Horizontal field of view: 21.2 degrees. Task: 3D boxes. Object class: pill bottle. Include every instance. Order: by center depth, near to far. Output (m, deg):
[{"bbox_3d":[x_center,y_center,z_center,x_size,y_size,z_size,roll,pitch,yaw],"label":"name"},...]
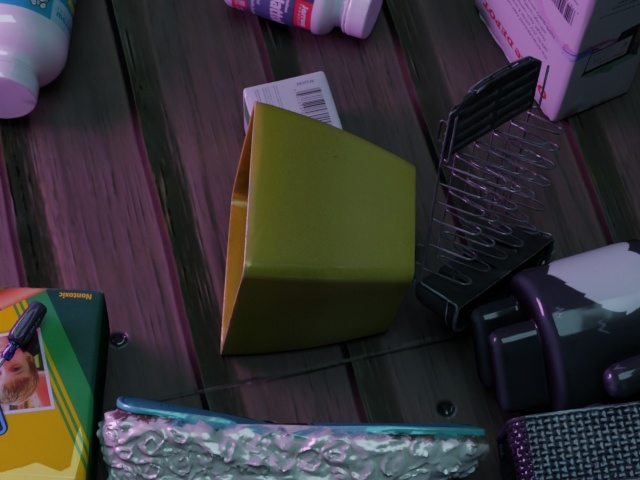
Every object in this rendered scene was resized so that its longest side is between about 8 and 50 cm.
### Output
[{"bbox_3d":[-0.365,-0.280,2.040,0.146,0.146,0.264,3,62,1],"label":"pill bottle"},{"bbox_3d":[-0.018,-0.310,2.084,0.180,0.108,0.108,19,63,10],"label":"pill bottle"}]

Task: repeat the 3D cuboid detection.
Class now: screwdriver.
[{"bbox_3d":[-0.335,0.135,1.773,0.024,0.025,0.170,28,73,10],"label":"screwdriver"}]

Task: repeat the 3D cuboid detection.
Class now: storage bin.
[{"bbox_3d":[0.282,0.226,1.784,0.180,0.122,0.084,-7,73,-5],"label":"storage bin"}]

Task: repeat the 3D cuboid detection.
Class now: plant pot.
[{"bbox_3d":[0.000,0.000,1.871,0.187,0.212,0.212,7,61,-7],"label":"plant pot"}]

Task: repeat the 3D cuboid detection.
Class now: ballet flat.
[{"bbox_3d":[-0.031,0.242,1.793,0.408,0.147,0.147,4,62,4],"label":"ballet flat"}]

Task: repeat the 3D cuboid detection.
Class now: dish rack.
[{"bbox_3d":[0.189,-0.058,1.844,0.074,0.272,0.208,26,36,26],"label":"dish rack"}]

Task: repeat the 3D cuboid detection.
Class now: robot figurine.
[{"bbox_3d":[0.305,0.091,1.835,0.278,0.174,0.209,-15,64,-8],"label":"robot figurine"}]

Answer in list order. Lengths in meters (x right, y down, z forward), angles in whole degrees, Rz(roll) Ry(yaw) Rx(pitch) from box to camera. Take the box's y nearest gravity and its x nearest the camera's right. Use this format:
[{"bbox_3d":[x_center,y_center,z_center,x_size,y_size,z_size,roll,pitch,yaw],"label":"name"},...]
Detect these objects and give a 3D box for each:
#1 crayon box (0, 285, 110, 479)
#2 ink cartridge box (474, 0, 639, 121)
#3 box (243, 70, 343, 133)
[{"bbox_3d":[-0.417,0.204,1.797,0.362,0.106,0.313,2,61,-1],"label":"crayon box"},{"bbox_3d":[0.292,-0.304,1.992,0.117,0.278,0.201,-22,64,-16],"label":"ink cartridge box"},{"bbox_3d":[-0.031,-0.125,1.995,0.102,0.087,0.101,-13,63,-7],"label":"box"}]
